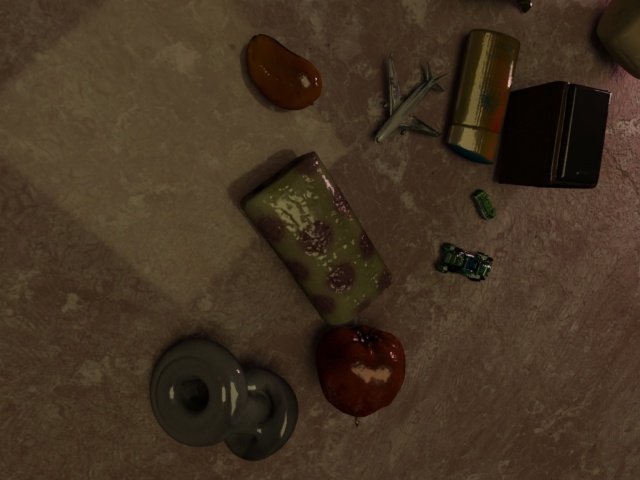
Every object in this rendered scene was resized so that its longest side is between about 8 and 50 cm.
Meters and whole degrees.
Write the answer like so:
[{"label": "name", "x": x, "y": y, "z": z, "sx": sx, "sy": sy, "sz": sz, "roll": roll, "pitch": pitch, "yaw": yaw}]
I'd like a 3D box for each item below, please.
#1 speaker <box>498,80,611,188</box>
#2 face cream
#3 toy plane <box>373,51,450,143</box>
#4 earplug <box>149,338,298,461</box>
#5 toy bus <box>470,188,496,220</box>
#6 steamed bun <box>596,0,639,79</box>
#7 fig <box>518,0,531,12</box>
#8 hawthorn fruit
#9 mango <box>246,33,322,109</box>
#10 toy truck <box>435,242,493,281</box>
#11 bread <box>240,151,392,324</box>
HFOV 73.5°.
[{"label": "speaker", "x": 0.553, "y": -0.244, "z": 1.027, "sx": 0.153, "sy": 0.192, "sz": 0.231, "roll": 2, "pitch": 98, "yaw": -20}, {"label": "face cream", "x": 0.377, "y": -0.328, "z": 1.002, "sx": 0.139, "sy": 0.067, "sz": 0.285, "roll": 5, "pitch": 101, "yaw": -19}, {"label": "toy plane", "x": 0.190, "y": -0.293, "z": 0.945, "sx": 0.226, "sy": 0.058, "sz": 0.226, "roll": -44, "pitch": 117, "yaw": -3}, {"label": "earplug", "x": -0.195, "y": 0.334, "z": 0.902, "sx": 0.325, "sy": 0.175, "sz": 0.214, "roll": 29, "pitch": 96, "yaw": -15}, {"label": "toy bus", "x": 0.418, "y": -0.090, "z": 1.096, "sx": 0.037, "sy": 0.031, "sz": 0.083, "roll": -35, "pitch": 112, "yaw": -4}, {"label": "steamed bun", "x": 0.821, "y": -0.542, "z": 1.063, "sx": 0.225, "sy": 0.200, "sz": 0.170, "roll": 30, "pitch": 52, "yaw": -22}, {"label": "fig", "x": 0.375, "y": -0.626, "z": 0.888, "sx": 0.314, "sy": 0.233, "sz": 0.233, "roll": -16, "pitch": 115, "yaw": -63}, {"label": "hawthorn fruit", "x": 0.087, "y": 0.322, "z": 0.990, "sx": 0.207, "sy": 0.207, "sz": 0.243, "roll": -1, "pitch": 108, "yaw": -21}, {"label": "mango", "x": -0.074, "y": -0.318, "z": 0.829, "sx": 0.159, "sy": 0.084, "sz": 0.105, "roll": 37, "pitch": 104, "yaw": -4}, {"label": "toy truck", "x": 0.373, "y": 0.062, "z": 1.090, "sx": 0.154, "sy": 0.078, "sz": 0.080, "roll": 15, "pitch": 96, "yaw": -23}, {"label": "bread", "x": 0.000, "y": 0.000, "z": 0.890, "sx": 0.187, "sy": 0.155, "sz": 0.338, "roll": -39, "pitch": 113, "yaw": -13}]
